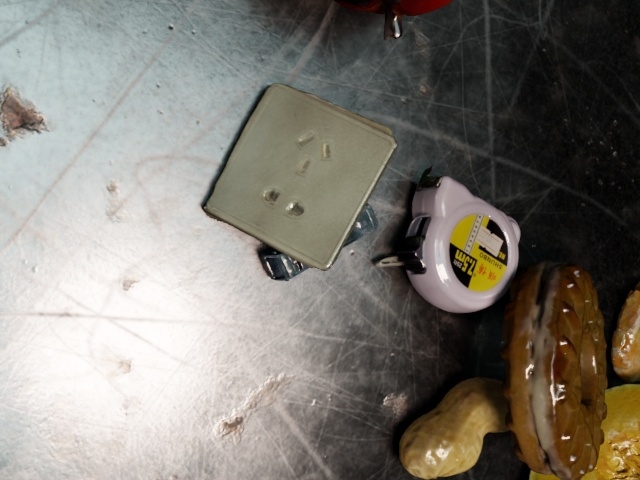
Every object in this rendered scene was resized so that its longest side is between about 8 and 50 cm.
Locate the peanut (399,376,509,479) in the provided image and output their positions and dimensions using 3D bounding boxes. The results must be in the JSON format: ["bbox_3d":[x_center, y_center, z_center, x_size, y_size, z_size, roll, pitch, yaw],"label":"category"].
[{"bbox_3d":[0.218,0.279,1.078,0.229,0.098,0.103,-33,124,-19],"label":"peanut"}]

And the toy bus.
[{"bbox_3d":[0.000,0.000,0.980,0.166,0.065,0.047,-30,106,-21],"label":"toy bus"}]

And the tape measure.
[{"bbox_3d":[0.200,0.015,1.057,0.196,0.105,0.178,34,72,-24],"label":"tape measure"}]

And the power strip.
[{"bbox_3d":[-0.026,-0.084,0.949,0.198,0.064,0.213,27,82,12],"label":"power strip"}]

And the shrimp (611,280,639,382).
[{"bbox_3d":[0.570,0.161,1.265,0.133,0.052,0.187,6,98,-37],"label":"shrimp"}]

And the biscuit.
[{"bbox_3d":[0.355,0.191,1.060,0.332,0.103,0.331,12,76,-59],"label":"biscuit"}]

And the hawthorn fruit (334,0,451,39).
[{"bbox_3d":[0.082,-0.428,0.879,0.316,0.316,0.315,-1,93,-25],"label":"hawthorn fruit"}]

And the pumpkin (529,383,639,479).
[{"bbox_3d":[0.517,0.417,1.119,0.332,0.332,0.199,-39,120,-18],"label":"pumpkin"}]
